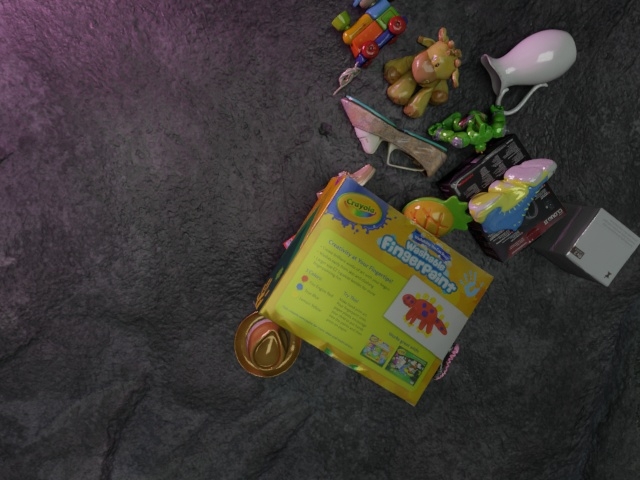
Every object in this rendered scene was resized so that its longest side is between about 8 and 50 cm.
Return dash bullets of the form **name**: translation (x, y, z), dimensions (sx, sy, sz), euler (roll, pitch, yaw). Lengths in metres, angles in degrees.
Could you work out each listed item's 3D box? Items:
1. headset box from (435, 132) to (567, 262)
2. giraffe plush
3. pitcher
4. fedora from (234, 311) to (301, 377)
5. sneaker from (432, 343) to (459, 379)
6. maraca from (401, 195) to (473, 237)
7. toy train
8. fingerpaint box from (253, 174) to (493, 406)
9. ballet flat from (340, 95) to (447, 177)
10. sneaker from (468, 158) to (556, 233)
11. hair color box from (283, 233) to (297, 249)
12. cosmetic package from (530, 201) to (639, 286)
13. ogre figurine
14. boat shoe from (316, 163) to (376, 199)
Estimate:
- **headset box**: translation (0.487, -0.100, 1.330), dimensions (0.218, 0.110, 0.293), euler (-39, 100, 1)
- **giraffe plush**: translation (0.273, -0.418, 1.227), dimensions (0.181, 0.170, 0.210), euler (43, 92, -10)
- **pitcher**: translation (0.541, -0.434, 1.294), dimensions (0.207, 0.125, 0.177), euler (-20, 121, 7)
- **fedora**: translation (-0.139, 0.281, 1.329), dimensions (0.195, 0.079, 0.194), euler (-1, 98, -7)
- **sneaker**: translation (0.340, 0.335, 1.415), dimensions (0.057, 0.047, 0.119), euler (31, 86, -3)
- **maraca**: translation (0.299, -0.060, 1.300), dimensions (0.186, 0.099, 0.127), euler (-9, 126, 32)
- **toy train**: translation (0.079, -0.495, 1.229), dimensions (0.248, 0.105, 0.143), euler (-42, 98, 1)
- **fingerpaint box**: translation (0.125, 0.117, 1.216), dimensions (0.445, 0.163, 0.371), euler (32, 87, -13)
- **ballet flat**: translation (0.175, -0.253, 1.278), dimensions (0.316, 0.107, 0.106), euler (27, 102, -8)
- **sneaker**: translation (0.483, -0.102, 1.241), dimensions (0.240, 0.091, 0.126), euler (-30, 119, -1)
- **hair color box**: translation (0.000, 0.000, 1.306), dimensions (0.167, 0.053, 0.093), euler (-36, 119, 1)
- **cosmetic package**: translation (0.698, 0.005, 1.333), dimensions (0.151, 0.183, 0.151), euler (34, 93, -11)
- **ogre figurine**: translation (0.389, -0.287, 1.280), dimensions (0.197, 0.118, 0.096), euler (-1, 129, -11)
- **boat shoe**: translation (0.065, -0.150, 1.298), dimensions (0.170, 0.063, 0.059), euler (-38, 107, 1)
